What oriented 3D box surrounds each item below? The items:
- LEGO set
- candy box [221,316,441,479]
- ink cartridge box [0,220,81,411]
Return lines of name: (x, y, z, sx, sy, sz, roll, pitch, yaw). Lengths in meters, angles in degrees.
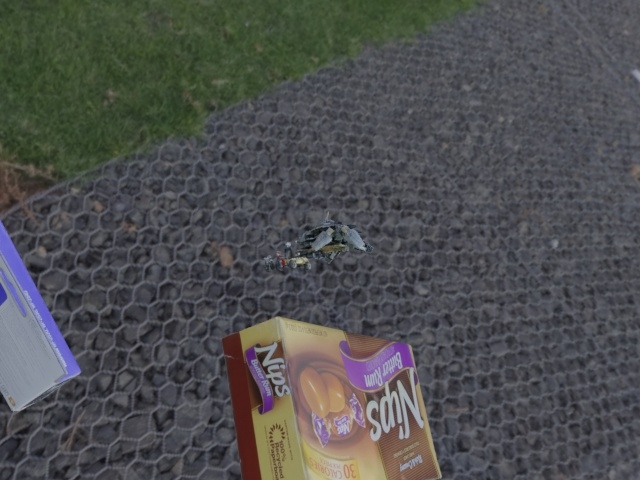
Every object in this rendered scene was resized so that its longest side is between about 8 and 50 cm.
LEGO set: (-0.003, 0.000, 0.382, 0.054, 0.083, 0.023, 4, 77, -48)
candy box: (0.015, 0.122, 0.483, 0.187, 0.053, 0.109, 21, 51, -53)
ink cartridge box: (-0.344, 0.075, 0.761, 0.045, 0.208, 0.206, -28, 88, -43)
